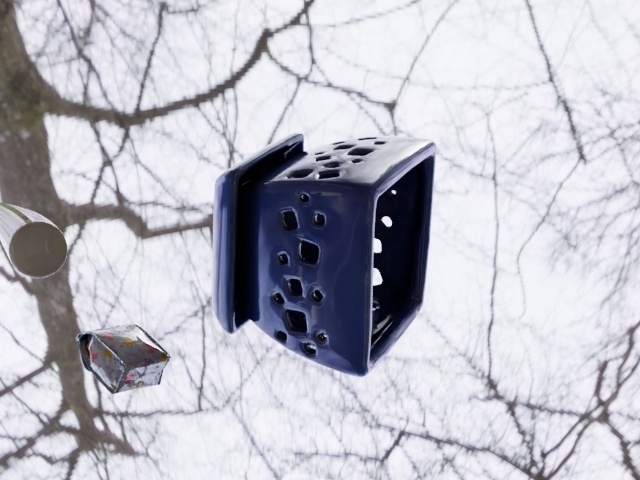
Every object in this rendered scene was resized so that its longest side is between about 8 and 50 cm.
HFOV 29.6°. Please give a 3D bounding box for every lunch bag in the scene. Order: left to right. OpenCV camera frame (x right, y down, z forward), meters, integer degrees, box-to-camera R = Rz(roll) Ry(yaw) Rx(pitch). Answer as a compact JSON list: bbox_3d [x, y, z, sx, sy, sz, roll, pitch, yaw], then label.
[{"bbox_3d":[-0.219,0.126,1.332,0.083,0.053,0.071,40,-152,30],"label":"lunch bag"}]

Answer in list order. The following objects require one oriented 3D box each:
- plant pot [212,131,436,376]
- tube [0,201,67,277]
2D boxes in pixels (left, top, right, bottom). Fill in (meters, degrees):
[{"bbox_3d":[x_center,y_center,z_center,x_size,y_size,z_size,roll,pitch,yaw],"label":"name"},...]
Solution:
[{"bbox_3d":[0.000,0.000,1.443,0.212,0.236,0.236,10,-158,19],"label":"plant pot"},{"bbox_3d":[-0.330,-0.007,1.368,0.062,0.240,0.070,-20,-74,-15],"label":"tube"}]
